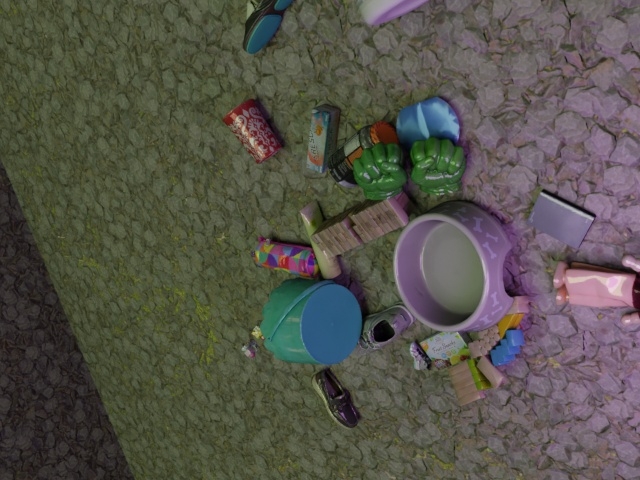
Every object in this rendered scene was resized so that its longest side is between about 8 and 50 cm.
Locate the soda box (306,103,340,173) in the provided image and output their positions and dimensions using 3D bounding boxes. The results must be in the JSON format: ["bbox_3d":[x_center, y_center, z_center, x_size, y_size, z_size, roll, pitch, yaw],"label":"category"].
[{"bbox_3d":[0.007,-0.285,1.874,0.058,0.063,0.183,24,126,27],"label":"soda box"}]

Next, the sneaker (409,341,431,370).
[{"bbox_3d":[0.306,0.344,1.981,0.069,0.038,0.098,1,122,37],"label":"sneaker"}]

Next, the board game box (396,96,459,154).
[{"bbox_3d":[0.274,-0.286,1.679,0.169,0.033,0.133,-14,100,36],"label":"board game box"}]

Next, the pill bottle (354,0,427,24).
[{"bbox_3d":[0.115,-0.705,1.452,0.229,0.229,0.407,-21,98,44],"label":"pill bottle"}]

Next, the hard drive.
[{"bbox_3d":[0.565,-0.050,1.571,0.135,0.022,0.094,32,129,23],"label":"hard drive"}]

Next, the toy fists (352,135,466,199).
[{"bbox_3d":[0.219,-0.178,1.657,0.280,0.096,0.142,-4,131,14],"label":"toy fists"}]

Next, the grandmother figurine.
[{"bbox_3d":[0.709,0.109,1.493,0.343,0.104,0.207,7,144,34],"label":"grandmother figurine"}]

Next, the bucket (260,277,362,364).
[{"bbox_3d":[-0.022,0.245,2.012,0.183,0.281,0.281,-2,111,50],"label":"bucket"}]

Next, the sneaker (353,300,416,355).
[{"bbox_3d":[0.163,0.275,2.003,0.105,0.115,0.281,50,134,8],"label":"sneaker"}]

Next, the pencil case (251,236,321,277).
[{"bbox_3d":[-0.104,0.054,2.120,0.237,0.104,0.104,11,119,34],"label":"pencil case"}]

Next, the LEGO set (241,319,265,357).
[{"bbox_3d":[-0.152,0.295,2.275,0.107,0.132,0.287,40,126,5],"label":"LEGO set"}]

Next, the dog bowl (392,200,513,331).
[{"bbox_3d":[0.329,0.075,1.711,0.349,0.102,0.348,13,108,46],"label":"dog bowl"}]

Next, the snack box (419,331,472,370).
[{"bbox_3d":[0.366,0.304,1.908,0.141,0.037,0.100,-37,86,43],"label":"snack box"}]

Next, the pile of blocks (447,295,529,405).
[{"bbox_3d":[0.475,0.291,1.744,0.149,0.113,0.362,55,134,40],"label":"pile of blocks"}]

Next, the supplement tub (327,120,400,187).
[{"bbox_3d":[0.117,-0.230,1.776,0.190,0.117,0.117,-33,89,44],"label":"supplement tub"}]

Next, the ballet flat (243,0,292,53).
[{"bbox_3d":[-0.137,-0.636,1.798,0.280,0.095,0.096,-45,71,33],"label":"ballet flat"}]

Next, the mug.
[{"bbox_3d":[-0.197,-0.325,2.012,0.113,0.150,0.169,-35,93,8],"label":"mug"}]

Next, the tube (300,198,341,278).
[{"bbox_3d":[0.000,0.000,2.017,0.070,0.062,0.240,-121,11,-72],"label":"tube"}]

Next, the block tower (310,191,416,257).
[{"bbox_3d":[0.118,-0.051,1.862,0.091,0.097,0.336,51,141,-12],"label":"block tower"}]

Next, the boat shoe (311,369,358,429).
[{"bbox_3d":[0.055,0.537,2.254,0.223,0.080,0.073,54,139,10],"label":"boat shoe"}]
